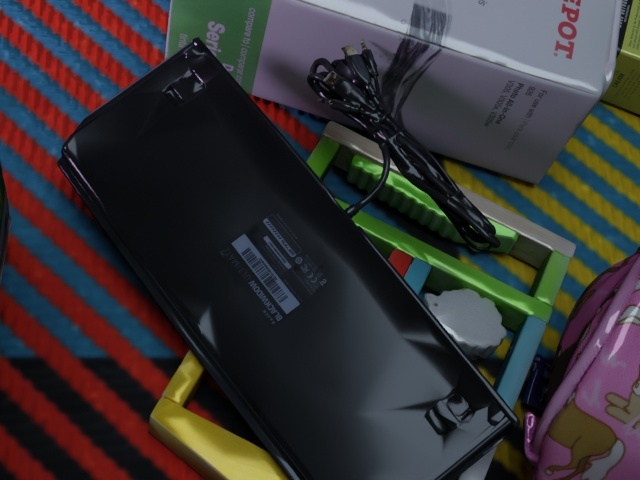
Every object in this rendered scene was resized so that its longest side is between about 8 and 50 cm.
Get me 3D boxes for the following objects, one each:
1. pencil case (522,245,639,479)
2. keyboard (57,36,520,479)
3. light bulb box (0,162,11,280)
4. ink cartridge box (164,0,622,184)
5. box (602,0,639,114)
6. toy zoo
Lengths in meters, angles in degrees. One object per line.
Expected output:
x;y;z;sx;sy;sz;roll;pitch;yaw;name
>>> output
0.305;0.154;0.599;0.386;0.167;0.160;29;40;7;pencil case
0.000;0.000;0.638;0.201;0.033;0.317;-37;73;-7;keyboard
-0.327;0.001;0.417;0.358;0.361;0.225;6;67;-8;light bulb box
0.059;-0.188;0.761;0.289;0.121;0.211;18;59;-2;ink cartridge box
0.322;-0.120;0.819;0.232;0.058;0.087;20;57;0;box
0.027;0.074;0.656;0.192;0.030;0.293;28;58;4;toy zoo
